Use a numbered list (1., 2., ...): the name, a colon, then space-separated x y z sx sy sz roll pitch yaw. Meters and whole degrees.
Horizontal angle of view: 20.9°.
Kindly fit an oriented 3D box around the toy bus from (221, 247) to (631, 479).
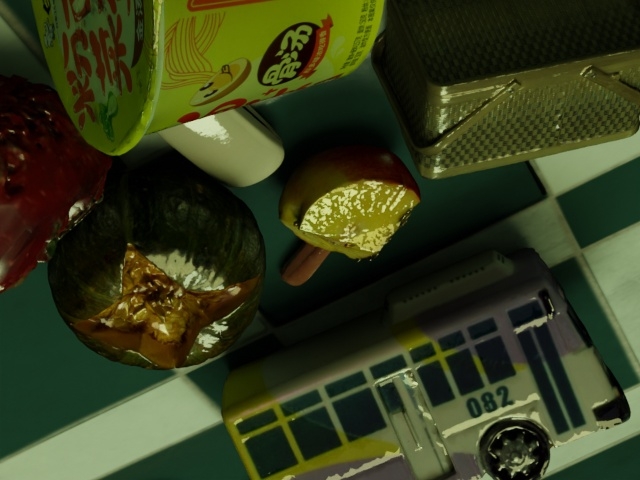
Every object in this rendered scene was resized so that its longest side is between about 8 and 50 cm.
1. toy bus: 0.119 0.180 2.059 0.440 0.209 0.249 -23 99 5

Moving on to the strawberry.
1. strawberry: -0.343 -0.049 1.623 0.220 0.274 0.274 44 116 -9

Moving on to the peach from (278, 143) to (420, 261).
1. peach: 0.028 -0.048 1.856 0.151 0.118 0.151 11 163 3

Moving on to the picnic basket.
1. picnic basket: 0.195 -0.180 1.723 0.267 0.165 0.139 -12 144 -9

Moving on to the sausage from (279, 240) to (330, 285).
1. sausage: 0.001 0.000 1.970 0.030 0.035 0.147 27 127 -16

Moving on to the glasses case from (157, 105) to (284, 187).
1. glasses case: -0.111 -0.117 1.759 0.081 0.051 0.204 -30 142 15

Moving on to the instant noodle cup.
1. instant noodle cup: -0.094 -0.235 1.444 0.221 0.311 0.311 -12 143 -25

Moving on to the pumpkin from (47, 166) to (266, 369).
1. pumpkin: -0.171 0.025 1.823 0.238 0.159 0.238 -1 132 -1

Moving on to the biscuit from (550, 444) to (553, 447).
1. biscuit: 0.241 0.218 2.219 0.188 0.188 0.027 -26 128 8
